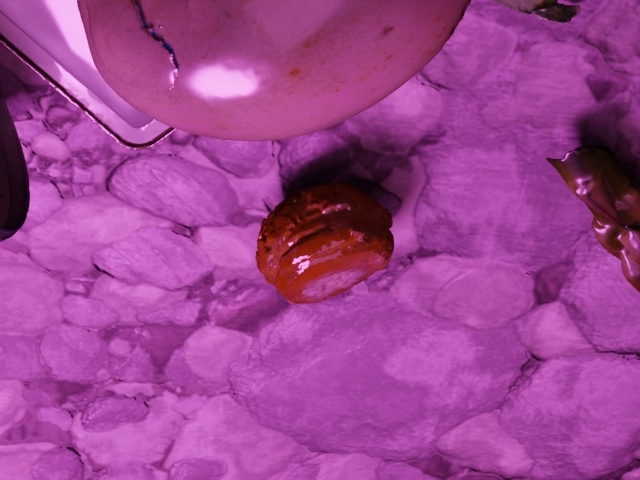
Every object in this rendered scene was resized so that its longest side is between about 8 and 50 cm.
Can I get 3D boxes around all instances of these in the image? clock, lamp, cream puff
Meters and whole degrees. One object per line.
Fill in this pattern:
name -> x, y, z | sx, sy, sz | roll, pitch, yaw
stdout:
clock -> -0.327, -0.098, 1.298 | 0.049, 0.226, 0.226 | -20, 130, 10
lamp -> -0.159, -0.228, 1.308 | 0.269, 0.047, 0.266 | -32, 127, 23
cream puff -> 0.000, -0.002, 1.479 | 0.144, 0.103, 0.126 | -31, 155, 23

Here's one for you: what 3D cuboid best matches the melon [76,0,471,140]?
melon -> -0.037, -0.211, 1.132 | 0.330, 0.268, 0.268 | -27, 128, 15

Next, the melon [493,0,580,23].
melon -> 0.151, -0.280, 1.294 | 0.114, 0.053, 0.262 | -41, 128, 7

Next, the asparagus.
asparagus -> 0.321, -0.012, 1.515 | 0.080, 0.080, 0.287 | -26, 123, 19
